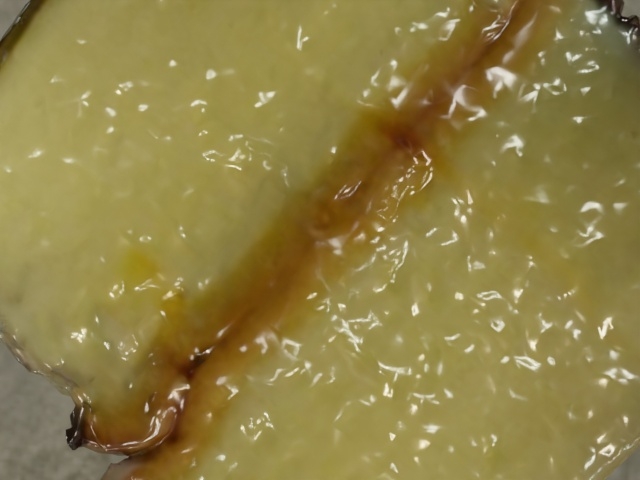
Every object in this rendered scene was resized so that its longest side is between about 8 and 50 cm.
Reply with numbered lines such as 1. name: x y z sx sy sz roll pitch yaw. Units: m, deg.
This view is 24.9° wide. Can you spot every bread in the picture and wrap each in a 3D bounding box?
1. bread: 0.000 0.000 0.430 0.240 0.135 0.178 40 68 6
